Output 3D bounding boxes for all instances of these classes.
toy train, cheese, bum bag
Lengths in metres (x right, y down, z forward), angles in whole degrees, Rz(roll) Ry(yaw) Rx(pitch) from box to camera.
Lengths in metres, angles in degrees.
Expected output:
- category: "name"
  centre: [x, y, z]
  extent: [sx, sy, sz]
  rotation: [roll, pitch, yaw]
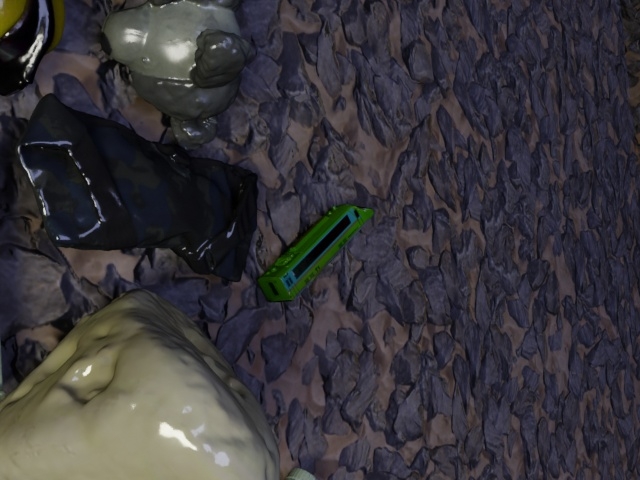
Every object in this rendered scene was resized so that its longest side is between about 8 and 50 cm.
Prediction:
- category: "toy train"
  centre: [0.000, 0.000, 0.901]
  extent: [0.209, 0.044, 0.042]
  rotation: [-46, 118, -41]
- category: "cheese"
  centre: [-0.138, 0.143, 0.596]
  extent: [0.173, 0.248, 0.251]
  rotation: [60, 41, -26]
- category: "bum bag"
  centre: [-0.160, -0.039, 0.704]
  extent: [0.310, 0.074, 0.137]
  rotation: [16, 65, -50]

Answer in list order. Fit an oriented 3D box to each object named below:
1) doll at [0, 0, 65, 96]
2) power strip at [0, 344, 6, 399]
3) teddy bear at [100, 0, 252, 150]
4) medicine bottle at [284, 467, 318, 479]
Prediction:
- category: "doll"
  centre: [-0.275, -0.248, 0.591]
  extent: [0.127, 0.088, 0.248]
  rotation: [-9, 89, -48]
- category: "power strip"
  centre: [-0.319, 0.028, 0.532]
  extent: [0.145, 0.061, 0.215]
  rotation: [-3, 88, -49]
- category: "teddy bear"
  centre: [-0.133, -0.224, 0.695]
  extent: [0.144, 0.171, 0.250]
  rotation: [6, 87, -27]
- category: "medicine bottle"
  centre: [-0.036, 0.313, 0.826]
  extent: [0.083, 0.047, 0.047]
  rotation: [-51, 122, -37]
